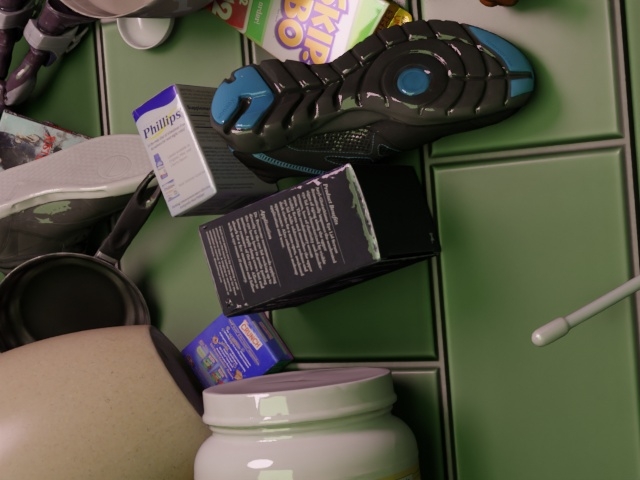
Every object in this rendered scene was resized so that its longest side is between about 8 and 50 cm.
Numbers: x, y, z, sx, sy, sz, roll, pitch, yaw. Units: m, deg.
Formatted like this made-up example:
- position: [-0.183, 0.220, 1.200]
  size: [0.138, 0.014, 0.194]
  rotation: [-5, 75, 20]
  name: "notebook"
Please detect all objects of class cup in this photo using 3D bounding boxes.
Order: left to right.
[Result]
- position: [-0.247, 0.231, 1.393]
  size: [0.237, 0.331, 0.331]
  rotation: [-35, 74, 1]
  name: "cup"

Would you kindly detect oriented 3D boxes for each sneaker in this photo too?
- position: [-0.296, -0.033, 1.512]
  size: [0.295, 0.147, 0.105]
  rotation: [-16, 41, 4]
  name: "sneaker"
- position: [0.060, -0.142, 1.294]
  size: [0.340, 0.140, 0.125]
  rotation: [-6, 59, 13]
  name: "sneaker"

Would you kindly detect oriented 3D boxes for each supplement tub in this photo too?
- position: [-0.007, 0.312, 1.274]
  size: [0.241, 0.241, 0.331]
  rotation: [-7, 89, 30]
  name: "supplement tub"

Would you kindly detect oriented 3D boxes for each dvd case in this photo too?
- position: [-0.358, -0.108, 1.535]
  size: [0.087, 0.119, 0.013]
  rotation: [-65, 22, 17]
  name: "dvd case"

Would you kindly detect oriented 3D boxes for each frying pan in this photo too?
- position: [-0.300, 0.041, 1.471]
  size: [0.197, 0.053, 0.326]
  rotation: [7, 115, -7]
  name: "frying pan"

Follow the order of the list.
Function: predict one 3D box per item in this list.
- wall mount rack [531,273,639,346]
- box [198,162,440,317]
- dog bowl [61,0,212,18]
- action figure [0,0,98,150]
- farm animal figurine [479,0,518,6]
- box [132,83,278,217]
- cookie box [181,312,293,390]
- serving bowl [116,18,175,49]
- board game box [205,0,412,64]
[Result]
- position: [0.388, 0.090, 1.103]
  size: [0.304, 0.130, 0.350]
  rotation: [-39, 73, 25]
  name: "wall mount rack"
- position: [0.000, 0.000, 1.306]
  size: [0.207, 0.153, 0.108]
  rotation: [-22, 81, 27]
  name: "box"
- position: [-0.188, -0.417, 1.385]
  size: [0.348, 0.102, 0.349]
  rotation: [-6, 81, 39]
  name: "dog bowl"
- position: [-0.408, -0.199, 1.563]
  size: [0.185, 0.099, 0.285]
  rotation: [41, 115, 14]
  name: "action figure"
- position: [0.217, -0.388, 1.146]
  size: [0.330, 0.172, 0.327]
  rotation: [-28, 80, 27]
  name: "farm animal figurine"
- position: [-0.132, -0.103, 1.390]
  size: [0.072, 0.126, 0.137]
  rotation: [-27, 79, 29]
  name: "box"
- position: [-0.099, 0.137, 1.432]
  size: [0.107, 0.040, 0.092]
  rotation: [-42, 73, 25]
  name: "cookie box"
- position: [-0.210, -0.276, 1.481]
  size: [0.083, 0.027, 0.083]
  rotation: [1, 93, 29]
  name: "serving bowl"
- position: [-0.024, -0.266, 1.375]
  size: [0.259, 0.039, 0.124]
  rotation: [37, 110, 20]
  name: "board game box"
